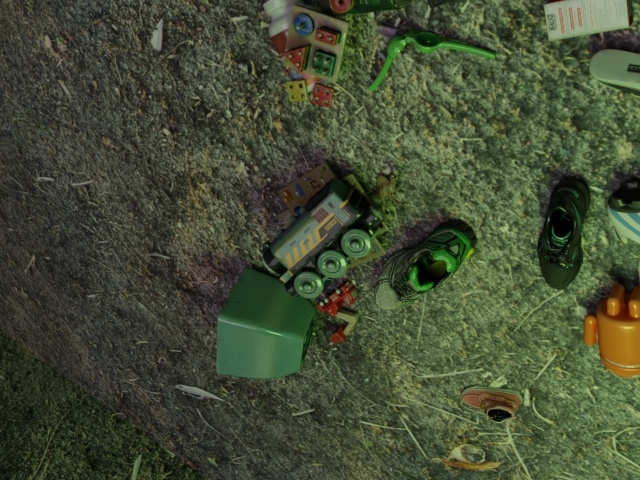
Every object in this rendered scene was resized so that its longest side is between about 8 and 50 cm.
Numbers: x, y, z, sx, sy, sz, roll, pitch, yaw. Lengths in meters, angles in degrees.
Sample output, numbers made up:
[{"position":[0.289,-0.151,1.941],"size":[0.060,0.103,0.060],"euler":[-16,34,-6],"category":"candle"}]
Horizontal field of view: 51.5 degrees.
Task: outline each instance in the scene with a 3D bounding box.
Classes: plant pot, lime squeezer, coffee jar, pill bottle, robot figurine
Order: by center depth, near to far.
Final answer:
[{"position":[0.090,-0.516,1.385],"size":[0.184,0.096,0.079],"euler":[5,118,33],"category":"coffee jar"},{"position":[0.209,-0.393,1.410],"size":[0.310,0.059,0.110],"euler":[-7,114,38],"category":"lime squeezer"},{"position":[0.665,0.203,1.427],"size":[0.158,0.128,0.219],"euler":[-15,115,1],"category":"robot figurine"},{"position":[-0.043,-0.453,1.509],"size":[0.121,0.121,0.216],"euler":[-13,110,41],"category":"pill bottle"},{"position":[-0.153,0.269,2.009],"size":[0.252,0.247,0.248],"euler":[13,128,7],"category":"plant pot"}]

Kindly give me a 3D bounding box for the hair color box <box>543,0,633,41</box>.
[{"position":[0.484,-0.412,1.203],"size":[0.141,0.043,0.072],"euler":[0,119,35],"category":"hair color box"}]

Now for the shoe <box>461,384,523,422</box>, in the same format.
[{"position":[0.448,0.438,1.779],"size":[0.178,0.081,0.063],"euler":[-8,114,40],"category":"shoe"}]

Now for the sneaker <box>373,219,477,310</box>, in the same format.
[{"position":[0.231,0.081,1.652],"size":[0.134,0.146,0.343],"euler":[44,136,3],"category":"sneaker"}]

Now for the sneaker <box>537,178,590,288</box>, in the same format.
[{"position":[0.508,0.002,1.424],"size":[0.101,0.106,0.267],"euler":[12,127,28],"category":"sneaker"}]

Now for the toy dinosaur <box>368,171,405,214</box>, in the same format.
[{"position":[0.162,-0.115,1.649],"size":[0.093,0.053,0.183],"euler":[59,150,3],"category":"toy dinosaur"}]

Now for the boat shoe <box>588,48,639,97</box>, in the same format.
[{"position":[0.595,-0.291,1.187],"size":[0.219,0.070,0.078],"euler":[26,98,27],"category":"boat shoe"}]

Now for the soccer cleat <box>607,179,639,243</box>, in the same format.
[{"position":[0.694,-0.022,1.228],"size":[0.331,0.116,0.143],"euler":[25,149,56],"category":"soccer cleat"}]

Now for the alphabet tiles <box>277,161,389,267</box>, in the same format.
[{"position":[0.026,-0.052,1.781],"size":[0.342,0.011,0.285],"euler":[-25,103,50],"category":"alphabet tiles"}]

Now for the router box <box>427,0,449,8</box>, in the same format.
[{"position":[0.239,-0.533,1.305],"size":[0.092,0.038,0.122],"euler":[-11,112,41],"category":"router box"}]

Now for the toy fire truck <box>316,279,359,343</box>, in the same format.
[{"position":[0.063,0.209,1.931],"size":[0.135,0.047,0.192],"euler":[48,134,-1],"category":"toy fire truck"}]

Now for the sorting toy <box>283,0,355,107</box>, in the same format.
[{"position":[-0.019,-0.407,1.416],"size":[0.132,0.046,0.275],"euler":[24,126,15],"category":"sorting toy"}]

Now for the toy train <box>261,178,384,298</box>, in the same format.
[{"position":[0.000,0.000,1.666],"size":[0.190,0.142,0.334],"euler":[45,116,-7],"category":"toy train"}]

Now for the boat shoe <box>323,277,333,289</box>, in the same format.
[{"position":[-0.026,0.037,1.822],"size":[0.109,0.089,0.258],"euler":[16,131,34],"category":"boat shoe"}]
